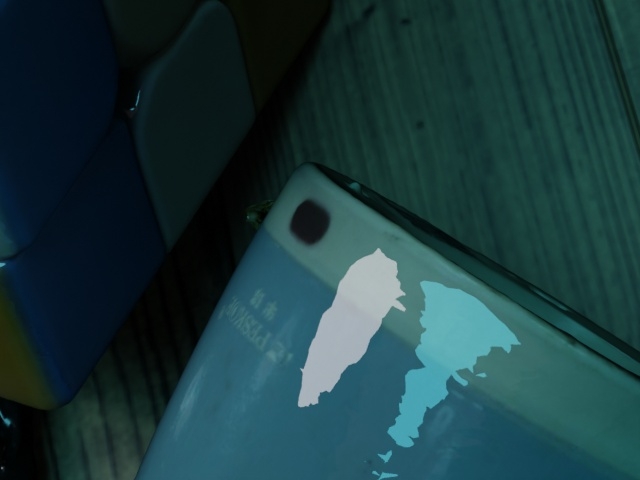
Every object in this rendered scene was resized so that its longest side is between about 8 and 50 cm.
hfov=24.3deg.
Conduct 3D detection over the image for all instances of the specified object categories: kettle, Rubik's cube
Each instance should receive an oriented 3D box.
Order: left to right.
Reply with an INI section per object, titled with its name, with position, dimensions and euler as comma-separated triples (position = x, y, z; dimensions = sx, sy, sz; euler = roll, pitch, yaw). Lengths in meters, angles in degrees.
[Rubik's cube]
position = -0.229, -0.175, 0.760
dimensions = 0.347, 0.344, 0.347
euler = 12, 51, 20
[kettle]
position = -0.003, 0.158, 0.713
dimensions = 0.342, 0.247, 0.319
euler = -59, 30, 6

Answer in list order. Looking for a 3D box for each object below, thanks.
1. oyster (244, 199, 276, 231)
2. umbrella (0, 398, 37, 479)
[oyster]
position = 0.001, -0.003, 0.853
dimensions = 0.093, 0.034, 0.051
euler = 43, 109, 17
[umbrella]
position = -0.205, 0.167, 0.838
dimensions = 0.113, 0.106, 0.357
euler = -8, 62, -8
